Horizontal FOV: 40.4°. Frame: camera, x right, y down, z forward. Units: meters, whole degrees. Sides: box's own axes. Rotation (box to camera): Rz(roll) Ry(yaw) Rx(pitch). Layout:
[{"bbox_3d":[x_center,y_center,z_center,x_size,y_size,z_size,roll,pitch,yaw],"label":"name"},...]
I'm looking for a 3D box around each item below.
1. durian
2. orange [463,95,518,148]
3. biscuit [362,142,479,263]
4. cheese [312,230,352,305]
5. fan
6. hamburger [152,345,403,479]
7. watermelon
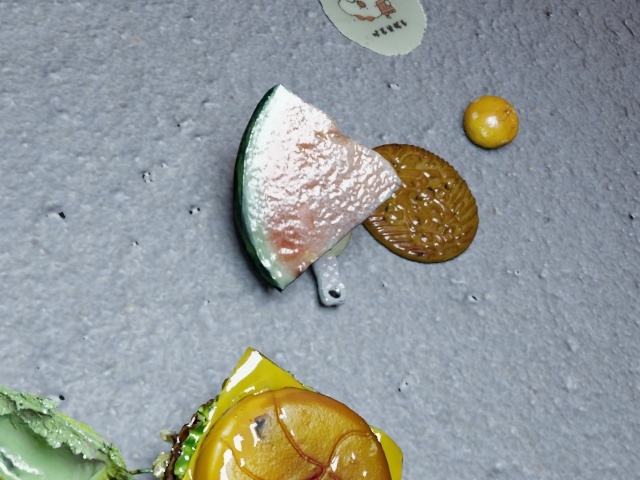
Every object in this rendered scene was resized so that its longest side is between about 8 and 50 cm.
[{"bbox_3d":[-0.242,0.185,0.780,0.215,0.100,0.086,27,54,5],"label":"durian"},{"bbox_3d":[0.248,-0.173,1.266,0.083,0.070,0.083,14,56,-22],"label":"orange"},{"bbox_3d":[0.127,-0.054,1.158,0.187,0.027,0.188,12,55,-18],"label":"biscuit"},{"bbox_3d":[-0.007,-0.002,1.048,0.092,0.047,0.171,16,54,-13],"label":"cheese"},{"bbox_3d":[0.041,-0.416,1.367,0.190,0.009,0.329,-31,78,-35],"label":"fan"},{"bbox_3d":[-0.037,0.245,0.810,0.261,0.139,0.243,34,51,-7],"label":"hamburger"},{"bbox_3d":[-0.027,-0.053,0.965,0.136,0.202,0.207,30,48,-56],"label":"watermelon"}]
